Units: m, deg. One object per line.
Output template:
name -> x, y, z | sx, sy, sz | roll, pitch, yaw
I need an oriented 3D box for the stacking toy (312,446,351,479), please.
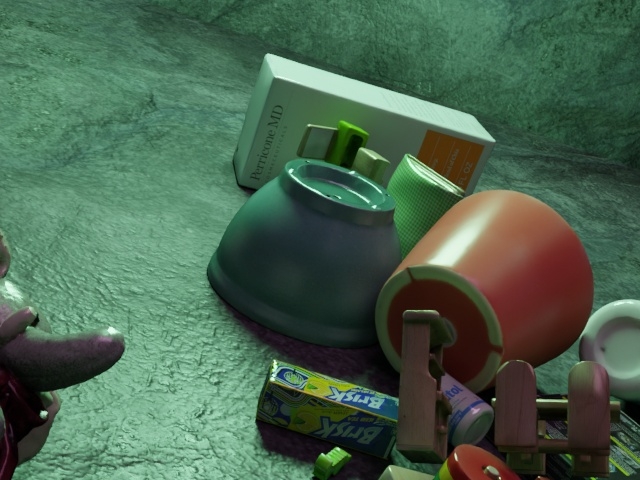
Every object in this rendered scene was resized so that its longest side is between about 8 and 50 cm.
stacking toy -> 0.037, 0.286, 1.057 | 0.167, 0.052, 0.221 | 30, 22, 23

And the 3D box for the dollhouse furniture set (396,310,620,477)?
dollhouse furniture set -> 0.219, 0.173, 1.186 | 0.242, 0.161, 0.212 | -1, -21, 16

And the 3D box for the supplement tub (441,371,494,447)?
supplement tub -> 0.163, 0.214, 1.328 | 0.107, 0.071, 0.071 | 35, 25, 35

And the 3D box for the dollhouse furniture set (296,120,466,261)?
dollhouse furniture set -> 0.070, -0.064, 1.755 | 0.151, 0.197, 0.301 | 3, 26, -42

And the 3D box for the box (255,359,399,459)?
box -> 0.012, 0.202, 1.231 | 0.169, 0.059, 0.054 | 18, 23, -6

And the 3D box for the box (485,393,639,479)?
box -> 0.373, 0.298, 1.331 | 0.216, 0.060, 0.270 | 3, 27, -38

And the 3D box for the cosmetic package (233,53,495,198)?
cosmetic package -> 0.080, -0.178, 2.009 | 0.453, 0.230, 0.161 | 14, 22, -15

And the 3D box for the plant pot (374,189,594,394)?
plant pot -> 0.220, 0.089, 1.461 | 0.275, 0.274, 0.243 | 30, 31, 23

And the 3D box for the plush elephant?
plush elephant -> -0.284, 0.129, 0.843 | 0.330, 0.271, 0.255 | 5, 38, 31

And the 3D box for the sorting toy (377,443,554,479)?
sorting toy -> 0.221, 0.316, 1.026 | 0.256, 0.089, 0.257 | 20, 21, -29

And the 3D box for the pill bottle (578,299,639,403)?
pill bottle -> 0.506, 0.182, 1.575 | 0.146, 0.146, 0.264 | 36, 9, 36

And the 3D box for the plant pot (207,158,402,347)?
plant pot -> 0.000, 0.000, 1.535 | 0.293, 0.196, 0.293 | 18, 21, -7
